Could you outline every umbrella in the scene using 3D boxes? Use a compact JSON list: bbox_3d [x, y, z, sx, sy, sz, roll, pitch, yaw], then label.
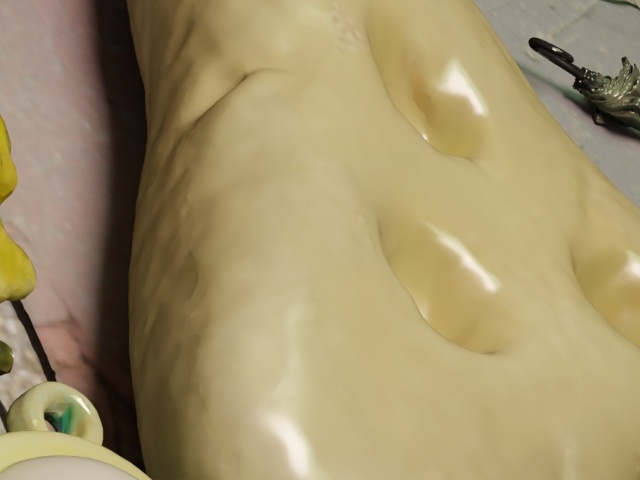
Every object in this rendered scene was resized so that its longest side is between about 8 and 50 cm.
[{"bbox_3d":[0.209,-0.068,1.130,0.269,0.044,0.044,27,-1,-39],"label":"umbrella"}]

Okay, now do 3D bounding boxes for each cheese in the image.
[{"bbox_3d":[0.000,0.000,0.714,0.351,0.129,0.328,50,32,4],"label":"cheese"}]

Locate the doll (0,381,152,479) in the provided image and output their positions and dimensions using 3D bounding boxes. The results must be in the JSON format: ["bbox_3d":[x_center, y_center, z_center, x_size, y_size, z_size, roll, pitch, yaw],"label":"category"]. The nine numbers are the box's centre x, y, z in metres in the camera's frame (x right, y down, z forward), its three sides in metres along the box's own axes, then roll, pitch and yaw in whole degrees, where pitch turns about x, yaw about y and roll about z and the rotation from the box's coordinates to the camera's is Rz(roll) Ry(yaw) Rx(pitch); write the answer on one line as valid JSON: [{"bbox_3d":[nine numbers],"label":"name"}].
[{"bbox_3d":[-0.060,0.156,0.470,0.141,0.117,0.296,19,49,-32],"label":"doll"}]

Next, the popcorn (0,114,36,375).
[{"bbox_3d":[-0.150,-0.028,0.490,0.173,0.168,0.195,35,69,-49],"label":"popcorn"}]
